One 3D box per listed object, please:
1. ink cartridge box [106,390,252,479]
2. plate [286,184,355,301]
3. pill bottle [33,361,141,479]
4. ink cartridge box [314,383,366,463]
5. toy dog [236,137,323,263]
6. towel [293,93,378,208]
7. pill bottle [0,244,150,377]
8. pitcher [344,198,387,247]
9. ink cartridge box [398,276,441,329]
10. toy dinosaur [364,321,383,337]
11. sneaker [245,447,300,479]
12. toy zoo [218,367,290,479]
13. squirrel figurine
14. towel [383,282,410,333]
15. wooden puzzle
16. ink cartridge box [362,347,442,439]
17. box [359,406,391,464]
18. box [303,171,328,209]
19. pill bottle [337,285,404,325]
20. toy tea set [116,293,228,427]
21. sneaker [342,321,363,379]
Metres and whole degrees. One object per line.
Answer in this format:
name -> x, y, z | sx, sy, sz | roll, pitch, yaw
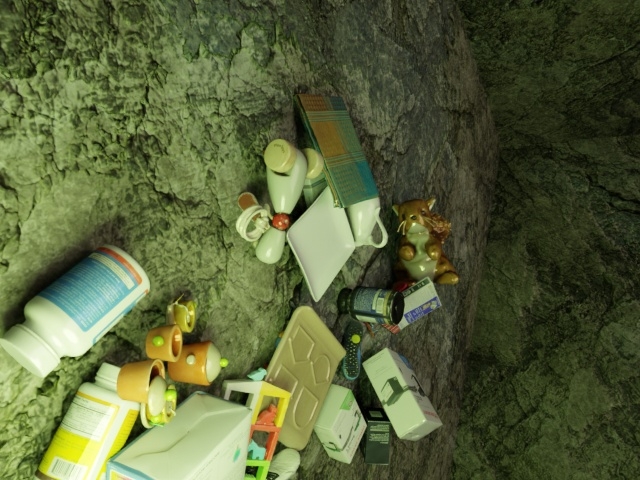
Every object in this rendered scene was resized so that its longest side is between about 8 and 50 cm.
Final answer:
ink cartridge box -> -0.281, 0.555, 0.895 | 0.270, 0.151, 0.396 | -24, 122, -67
plate -> 0.000, 0.000, 1.392 | 0.277, 0.045, 0.278 | -51, 134, -37
pill bottle -> -0.405, 0.338, 0.806 | 0.117, 0.117, 0.215 | 47, 55, -47
ink cartridge box -> 0.068, 0.639, 1.554 | 0.160, 0.092, 0.219 | -53, 133, -39
toy dog -> -0.132, -0.125, 1.194 | 0.334, 0.161, 0.220 | -60, 143, -12
towel -> 0.059, -0.289, 1.430 | 0.271, 0.040, 0.370 | -20, 89, -54
pill bottle -> -0.417, 0.118, 0.768 | 0.221, 0.124, 0.124 | -52, 132, -41
pitcher -> 0.165, -0.079, 1.573 | 0.125, 0.177, 0.207 | 3, 91, -49
ink cartridge box -> 0.381, 0.260, 1.825 | 0.208, 0.045, 0.206 | -32, 139, 2
toy dinosaur -> 0.203, 0.358, 1.803 | 0.090, 0.047, 0.082 | -2, 105, -23
sneaker -> -0.150, 0.660, 1.248 | 0.237, 0.085, 0.086 | 3, 116, -50
toy zoo -> -0.187, 0.471, 1.130 | 0.192, 0.030, 0.293 | 23, 80, -33
squirrel figurine -> 0.436, -0.007, 1.966 | 0.397, 0.280, 0.371 | -36, 111, -66
towel -> 0.328, 0.288, 1.876 | 0.199, 0.031, 0.275 | -41, 139, 6
wooden puzzle -> -0.075, 0.413, 1.347 | 0.348, 0.080, 0.322 | -60, 137, -28
ink cartridge box -> 0.320, 0.601, 1.745 | 0.223, 0.129, 0.308 | 39, 18, -51
box -> 0.206, 0.741, 1.704 | 0.156, 0.093, 0.158 | 165, -70, -86
box -> 0.003, -0.156, 1.450 | 0.145, 0.038, 0.186 | -35, 122, -49
pill bottle -> 0.174, 0.224, 1.568 | 0.122, 0.219, 0.123 | -7, 99, -56
toy tea set -> -0.269, 0.248, 0.883 | 0.336, 0.124, 0.200 | -87, 176, -73
sneaker -> 0.116, 0.408, 1.650 | 0.082, 0.069, 0.210 | 96, 1, -69
